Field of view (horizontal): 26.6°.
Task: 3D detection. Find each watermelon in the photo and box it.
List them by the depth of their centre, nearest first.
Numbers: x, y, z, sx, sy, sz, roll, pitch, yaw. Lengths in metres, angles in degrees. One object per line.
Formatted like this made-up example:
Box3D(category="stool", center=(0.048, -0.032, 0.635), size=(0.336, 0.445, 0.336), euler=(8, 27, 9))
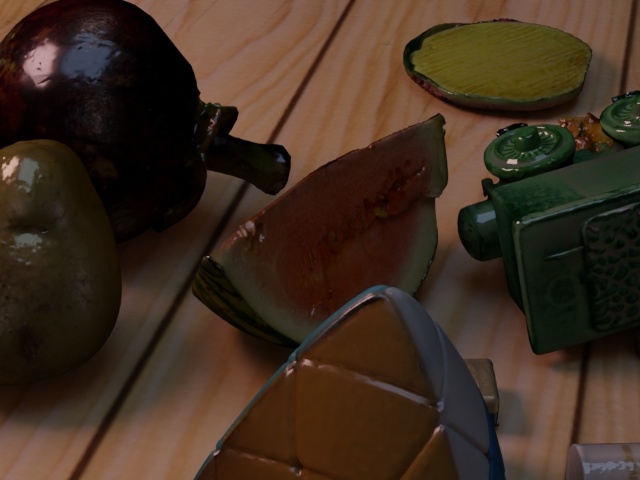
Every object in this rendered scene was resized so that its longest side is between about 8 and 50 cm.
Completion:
Box3D(category="watermelon", center=(0.014, 0.024, 1.158), size=(0.303, 0.159, 0.128), euler=(-32, 75, -40))

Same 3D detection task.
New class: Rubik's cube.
Box3D(category="Rubik's cube", center=(0.051, 0.119, 0.930), size=(0.255, 0.254, 0.254), euler=(1, 34, -1))

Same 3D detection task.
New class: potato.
Box3D(category="potato", center=(-0.241, 0.015, 1.100), size=(0.157, 0.194, 0.157), euler=(5, 7, -1))

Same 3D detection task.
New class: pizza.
Box3D(category="pizza", center=(0.323, -0.088, 1.403), size=(0.175, 0.046, 0.134), euler=(13, 35, 16))

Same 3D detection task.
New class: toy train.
Box3D(category="toy train", center=(0.259, -0.029, 1.194), size=(0.266, 0.145, 0.202), euler=(-16, 29, -6))

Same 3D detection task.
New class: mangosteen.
Box3D(category="mangosteen", center=(-0.169, -0.106, 1.253), size=(0.289, 0.231, 0.231), euler=(3, 33, -10))

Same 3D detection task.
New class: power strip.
Box3D(category="power strip", center=(0.080, 0.122, 1.089), size=(0.123, 0.032, 0.056), euler=(0, 32, -1))

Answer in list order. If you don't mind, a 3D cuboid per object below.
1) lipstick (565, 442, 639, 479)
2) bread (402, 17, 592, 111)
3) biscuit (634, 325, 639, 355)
Box3D(category="lipstick", center=(0.314, 0.175, 0.995), size=(0.264, 0.059, 0.059), euler=(-1, 34, -4))
Box3D(category="bread", center=(0.210, -0.205, 1.588), size=(0.229, 0.033, 0.228), euler=(1, 32, -1))
Box3D(category="biscuit", center=(0.417, 0.071, 1.170), size=(0.302, 0.043, 0.278), euler=(-8, 34, -14))
